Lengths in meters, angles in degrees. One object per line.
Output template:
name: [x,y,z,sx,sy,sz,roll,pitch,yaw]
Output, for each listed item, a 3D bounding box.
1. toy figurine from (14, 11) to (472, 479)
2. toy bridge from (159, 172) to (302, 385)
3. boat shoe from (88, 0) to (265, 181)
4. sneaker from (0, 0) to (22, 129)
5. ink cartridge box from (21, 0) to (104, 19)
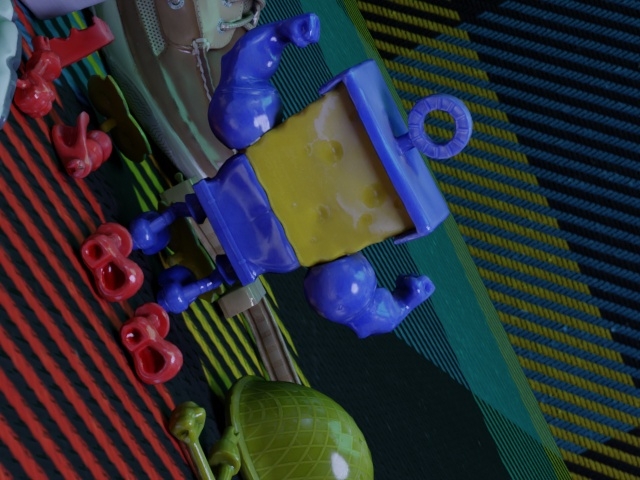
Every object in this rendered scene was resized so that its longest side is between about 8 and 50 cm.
toy figurine: [0.000,0.000,1.012,0.362,0.217,0.191,63,10,-1]
toy bridge: [-0.054,0.038,1.195,0.188,0.026,0.063,63,7,-3]
boat shoe: [-0.097,-0.170,1.238,0.324,0.116,0.123,64,10,2]
sneaker: [-0.195,-0.097,0.675,0.110,0.107,0.275,24,31,-44]
ink cartridge box: [-0.065,-0.296,0.937,0.308,0.385,0.091,54,28,-45]
